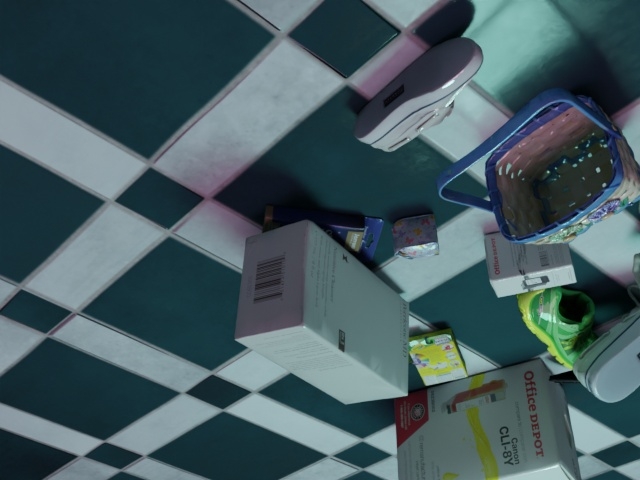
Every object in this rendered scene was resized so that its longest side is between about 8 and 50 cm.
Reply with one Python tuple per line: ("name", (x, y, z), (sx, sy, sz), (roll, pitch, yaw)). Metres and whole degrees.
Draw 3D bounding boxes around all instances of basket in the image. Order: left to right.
("basket", (0.359, -0.115, 1.318), (0.289, 0.201, 0.254), (19, 139, -33))

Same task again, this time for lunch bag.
("lunch bag", (0.176, -0.005, 1.560), (0.083, 0.071, 0.053), (-9, 143, 9))

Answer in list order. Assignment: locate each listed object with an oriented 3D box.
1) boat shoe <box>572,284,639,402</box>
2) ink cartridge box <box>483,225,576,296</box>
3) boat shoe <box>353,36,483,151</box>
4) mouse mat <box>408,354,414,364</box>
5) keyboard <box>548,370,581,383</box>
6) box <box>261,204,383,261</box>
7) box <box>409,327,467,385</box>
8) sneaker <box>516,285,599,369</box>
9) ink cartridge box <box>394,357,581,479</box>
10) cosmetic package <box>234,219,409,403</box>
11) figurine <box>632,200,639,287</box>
("boat shoe", (0.661, 0.170, 1.694), (0.367, 0.156, 0.136), (-41, 111, 0))
("ink cartridge box", (0.390, 0.034, 1.567), (0.150, 0.109, 0.063), (-13, 141, 17))
("boat shoe", (0.163, -0.220, 1.300), (0.084, 0.095, 0.258), (25, 145, -31))
("mouse mat", (0.125, 0.276, 1.947), (0.152, 0.007, 0.189), (30, 132, -29))
("keyboard", (0.667, 0.290, 1.811), (0.201, 0.033, 0.317), (-8, 177, -29))
("box", (0.000, 0.000, 1.601), (0.225, 0.037, 0.136), (5, 140, -6))
("box", (0.262, 0.259, 1.890), (0.105, 0.043, 0.179), (-14, 139, 13))
("sneaker", (0.524, 0.179, 1.736), (0.123, 0.109, 0.295), (-26, 133, 34))
("ink cartridge box", (0.381, 0.470, 1.960), (0.384, 0.279, 0.160), (-20, 135, 23))
("cosmetic package", (0.017, 0.150, 1.591), (0.156, 0.217, 0.385), (-15, 147, 31))
("figurine", (0.683, 0.001, 1.499), (0.209, 0.092, 0.215), (-5, 117, 0))
